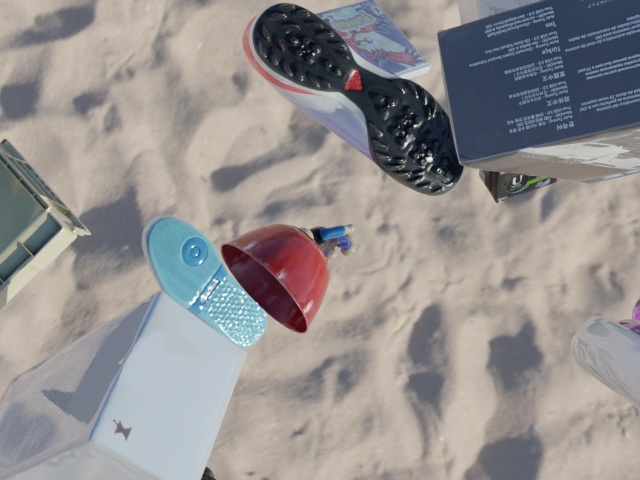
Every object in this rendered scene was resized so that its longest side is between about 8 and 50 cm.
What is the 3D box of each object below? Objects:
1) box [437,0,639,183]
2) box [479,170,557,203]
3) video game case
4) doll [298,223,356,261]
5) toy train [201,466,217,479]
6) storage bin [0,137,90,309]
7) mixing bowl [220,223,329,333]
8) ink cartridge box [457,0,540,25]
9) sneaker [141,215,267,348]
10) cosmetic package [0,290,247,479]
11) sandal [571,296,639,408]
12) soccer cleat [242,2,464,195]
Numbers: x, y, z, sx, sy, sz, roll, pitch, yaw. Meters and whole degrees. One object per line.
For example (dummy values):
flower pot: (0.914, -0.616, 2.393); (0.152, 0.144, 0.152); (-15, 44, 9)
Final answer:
box: (0.251, -0.101, 0.547); (0.242, 0.307, 0.077); (-2, 81, -61)
box: (0.240, -0.093, 1.243); (0.083, 0.062, 0.052); (-19, 54, -8)
video game case: (0.071, -0.345, 1.832); (0.201, 0.023, 0.183); (-23, 67, -36)
doll: (0.000, 0.000, 1.716); (0.189, 0.129, 0.046); (14, 62, -67)
toy train: (-0.234, 0.495, 1.607); (0.142, 0.190, 0.334); (20, 23, -4)
storage bin: (-0.540, -0.006, 1.615); (0.262, 0.123, 0.260); (-45, 70, -2)
mixing bowl: (-0.052, 0.042, 1.541); (0.098, 0.181, 0.181); (-43, 95, -20)
ink cartridge box: (0.312, -0.276, 1.316); (0.261, 0.066, 0.296); (10, 39, -4)
sneaker: (-0.255, 0.068, 1.893); (0.127, 0.208, 0.319); (-48, 124, -19)
cosmetic package: (-0.320, 0.265, 1.431); (0.161, 0.453, 0.230); (38, 49, -22)
sandal: (0.243, 0.072, 0.585); (0.169, 0.416, 0.102); (31, 94, 20)
soccer cleat: (0.041, -0.169, 1.254); (0.318, 0.116, 0.109); (35, 84, -16)
